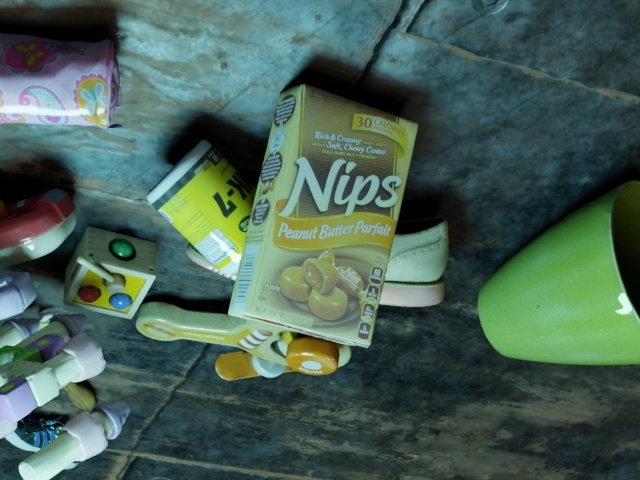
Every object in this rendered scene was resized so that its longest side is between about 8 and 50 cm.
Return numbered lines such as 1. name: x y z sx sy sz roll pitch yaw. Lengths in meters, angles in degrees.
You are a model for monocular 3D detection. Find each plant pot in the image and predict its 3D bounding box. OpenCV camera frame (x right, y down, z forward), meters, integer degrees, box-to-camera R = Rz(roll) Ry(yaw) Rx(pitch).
1. plant pot: 0.401 0.085 1.787 0.293 0.274 0.275 -24 138 40

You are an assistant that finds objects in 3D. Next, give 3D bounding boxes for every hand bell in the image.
1. hand bell: -0.430 0.238 1.954 0.126 0.126 0.242 -13 150 7

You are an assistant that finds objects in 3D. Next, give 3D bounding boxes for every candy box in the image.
1. candy box: 0.005 -0.031 1.553 0.183 0.316 0.087 16 172 -24

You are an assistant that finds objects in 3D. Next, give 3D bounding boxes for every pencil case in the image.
1. pencil case: -0.391 -0.200 1.442 0.284 0.124 0.124 1 137 -11

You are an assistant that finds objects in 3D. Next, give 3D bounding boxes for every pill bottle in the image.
1. pill bottle: -0.130 -0.029 1.608 0.208 0.119 0.119 45 121 -10

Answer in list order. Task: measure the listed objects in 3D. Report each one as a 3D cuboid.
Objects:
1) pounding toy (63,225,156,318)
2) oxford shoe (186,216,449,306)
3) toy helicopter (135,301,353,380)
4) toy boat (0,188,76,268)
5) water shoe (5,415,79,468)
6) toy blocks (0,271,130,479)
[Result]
1. pounding toy: -0.322 0.049 1.738 0.130 0.100 0.141 15 134 -23
2. oxford shoe: 0.000 0.000 1.739 0.397 0.140 0.146 6 108 -9
3. toy helicopter: -0.123 0.155 1.885 0.355 0.140 0.235 7 151 2
4. toy boat: -0.469 -0.041 1.616 0.231 0.151 0.151 -17 107 9
5. water shoe: -0.495 0.339 2.073 0.080 0.073 0.203 -42 135 5
6. toy blocks: -0.429 0.155 1.684 0.289 0.260 0.309 2 115 40
